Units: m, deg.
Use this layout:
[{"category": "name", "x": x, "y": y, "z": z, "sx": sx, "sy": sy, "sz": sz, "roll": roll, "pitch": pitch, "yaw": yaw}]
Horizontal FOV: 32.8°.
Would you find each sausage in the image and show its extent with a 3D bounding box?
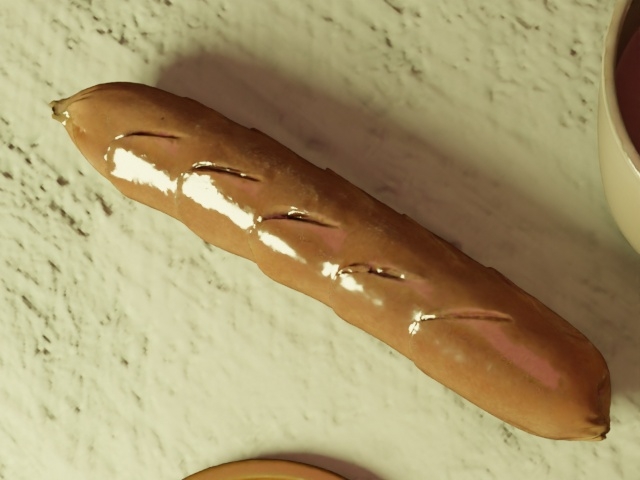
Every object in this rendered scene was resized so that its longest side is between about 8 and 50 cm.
[{"category": "sausage", "x": 0.001, "y": -0.001, "z": 0.713, "sx": 0.433, "sy": 0.088, "sz": 0.088, "roll": 30, "pitch": 85, "yaw": 15}]

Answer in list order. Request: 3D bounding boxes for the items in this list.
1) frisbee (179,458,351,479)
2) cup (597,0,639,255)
[{"category": "frisbee", "x": -0.036, "y": 0.266, "z": 0.692, "sx": 0.251, "sy": 0.021, "sz": 0.250, "roll": -3, "pitch": 77, "yaw": 11}, {"category": "cup", "x": 0.269, "y": -0.089, "z": 0.616, "sx": 0.191, "sy": 0.200, "sz": 0.253, "roll": 32, "pitch": 87, "yaw": 16}]
